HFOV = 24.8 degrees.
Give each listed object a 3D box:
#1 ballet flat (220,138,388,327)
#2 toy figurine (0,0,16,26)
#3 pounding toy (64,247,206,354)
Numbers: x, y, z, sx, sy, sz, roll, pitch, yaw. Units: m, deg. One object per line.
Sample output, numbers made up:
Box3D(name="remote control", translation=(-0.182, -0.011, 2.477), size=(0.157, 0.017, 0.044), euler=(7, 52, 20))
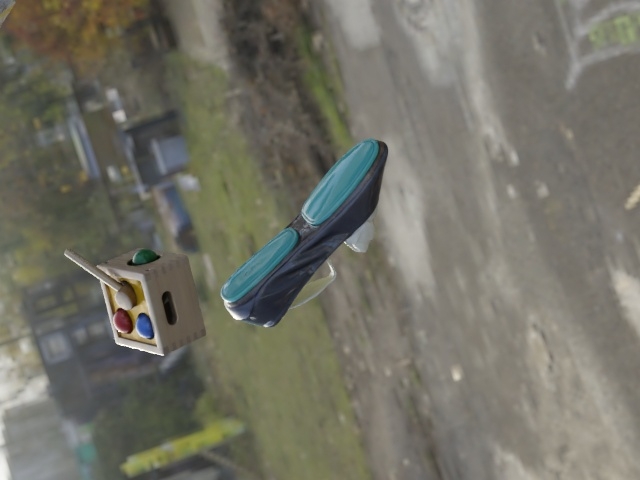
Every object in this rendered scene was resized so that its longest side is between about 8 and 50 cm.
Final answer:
Box3D(name="ballet flat", translation=(0.000, 0.000, 1.290), size=(0.074, 0.203, 0.074), euler=(43, -176, -4))
Box3D(name="toy figurine", translation=(-0.499, -0.330, 1.837), size=(0.148, 0.209, 0.213), euler=(-48, 53, 28))
Box3D(name="pounding toy", translation=(-0.236, 0.066, 1.860), size=(0.130, 0.100, 0.141), euler=(7, 115, 49))
